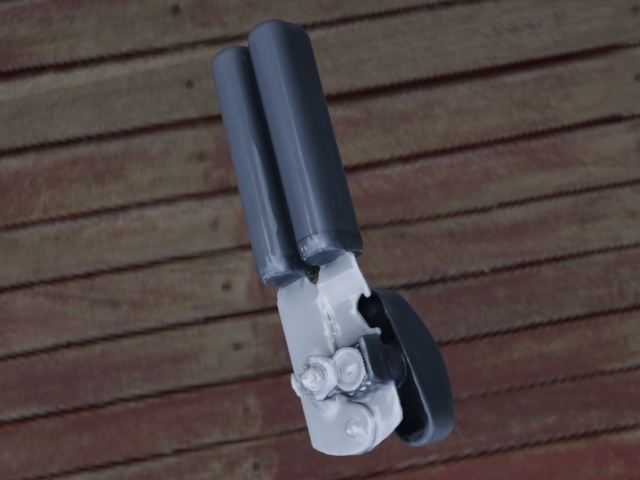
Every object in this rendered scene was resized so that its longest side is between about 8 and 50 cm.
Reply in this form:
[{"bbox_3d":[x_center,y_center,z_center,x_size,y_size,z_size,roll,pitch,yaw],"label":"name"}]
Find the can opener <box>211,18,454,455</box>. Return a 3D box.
[{"bbox_3d":[0.000,0.000,0.837,0.074,0.093,0.280,-28,72,37],"label":"can opener"}]
